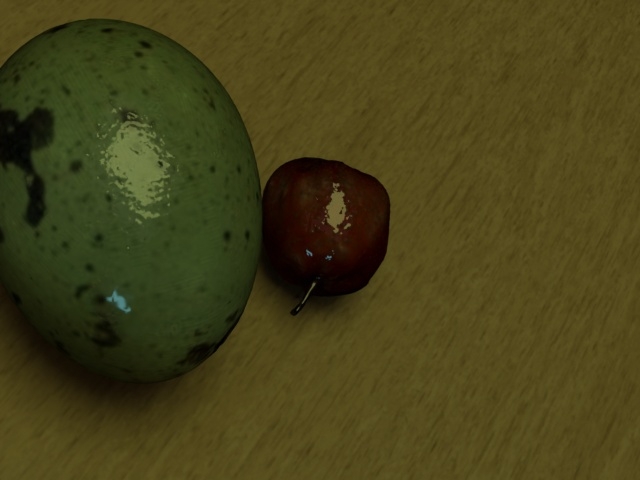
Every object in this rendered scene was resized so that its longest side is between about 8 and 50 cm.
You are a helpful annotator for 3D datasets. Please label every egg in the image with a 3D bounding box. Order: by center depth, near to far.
[{"bbox_3d":[-0.201,-0.042,1.090,0.287,0.287,0.379,-15,81,-32],"label":"egg"}]

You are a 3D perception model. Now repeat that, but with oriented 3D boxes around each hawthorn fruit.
[{"bbox_3d":[0.000,0.000,1.245,0.157,0.157,0.194,20,64,-13],"label":"hawthorn fruit"}]
